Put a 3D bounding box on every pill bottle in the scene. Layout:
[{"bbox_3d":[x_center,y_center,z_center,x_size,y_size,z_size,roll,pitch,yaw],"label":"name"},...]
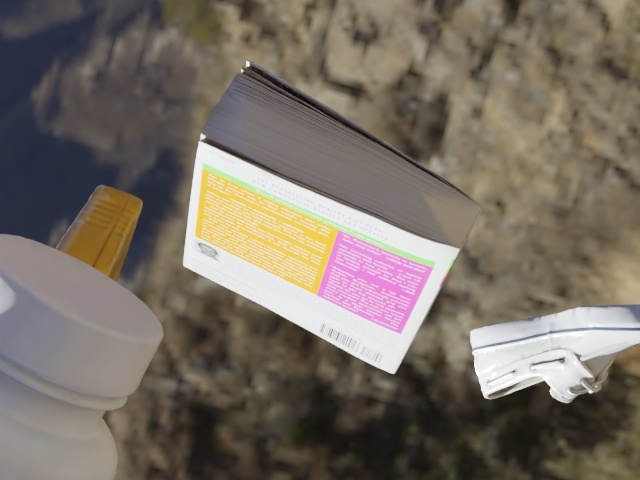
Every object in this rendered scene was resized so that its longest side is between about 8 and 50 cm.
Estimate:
[{"bbox_3d":[-0.177,0.119,1.000,0.229,0.131,0.131,-60,9,11],"label":"pill bottle"}]

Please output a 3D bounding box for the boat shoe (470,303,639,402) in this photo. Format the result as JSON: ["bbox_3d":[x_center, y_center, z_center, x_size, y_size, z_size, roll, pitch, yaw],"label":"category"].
[{"bbox_3d":[0.099,0.046,0.774,0.100,0.035,0.035,-14,78,44],"label":"boat shoe"}]

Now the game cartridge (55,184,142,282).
[{"bbox_3d":[-0.215,0.145,1.409,0.324,0.052,0.285,-68,0,-64],"label":"game cartridge"}]

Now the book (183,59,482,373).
[{"bbox_3d":[0.000,0.000,0.721,0.035,0.096,0.144,-60,-3,-21],"label":"book"}]
